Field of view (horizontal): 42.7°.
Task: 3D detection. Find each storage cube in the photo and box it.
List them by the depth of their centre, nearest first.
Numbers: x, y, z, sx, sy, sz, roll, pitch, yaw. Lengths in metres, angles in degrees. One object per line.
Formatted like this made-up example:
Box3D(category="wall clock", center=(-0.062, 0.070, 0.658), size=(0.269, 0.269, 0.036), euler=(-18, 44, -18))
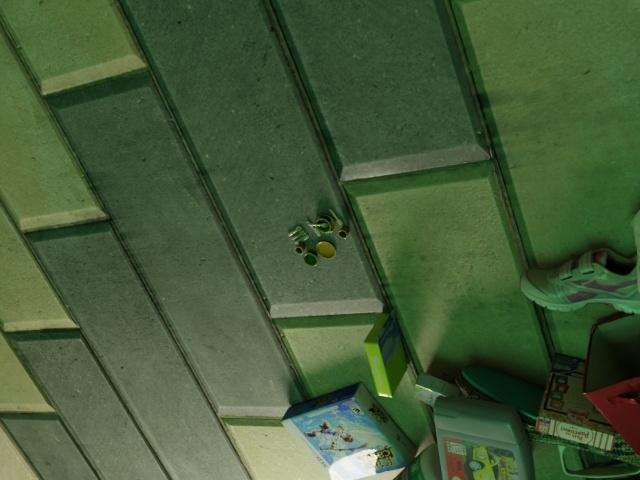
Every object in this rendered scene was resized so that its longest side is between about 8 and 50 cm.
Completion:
Box3D(category="storage cube", center=(0.627, 0.257, 1.526), size=(0.184, 0.215, 0.193), euler=(-29, 113, 39))

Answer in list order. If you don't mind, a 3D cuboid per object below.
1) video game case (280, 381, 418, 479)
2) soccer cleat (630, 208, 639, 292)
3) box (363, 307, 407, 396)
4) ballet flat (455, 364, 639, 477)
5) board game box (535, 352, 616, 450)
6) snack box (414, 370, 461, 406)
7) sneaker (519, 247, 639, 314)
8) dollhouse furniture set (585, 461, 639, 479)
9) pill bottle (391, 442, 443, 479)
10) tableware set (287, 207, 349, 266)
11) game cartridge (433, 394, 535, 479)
Box3D(category="video game case", center=(0.070, 0.501, 2.097), size=(0.270, 0.061, 0.244), euler=(-28, 109, 39))
Box3D(category="soccer cleat", center=(0.574, -0.003, 1.428), size=(0.076, 0.068, 0.196), euler=(16, 99, 32))
Box3D(category="box", center=(0.147, 0.250, 1.838), size=(0.043, 0.109, 0.178), euler=(2, 124, 29))
Box3D(category="ballet flat", center=(0.509, 0.403, 1.713), size=(0.483, 0.164, 0.181), euler=(11, 108, 18))
Box3D(category="board game box", center=(0.522, 0.316, 1.633), size=(0.147, 0.193, 0.045), euler=(12, 127, 21))
Box3D(category="snack box", center=(0.265, 0.347, 1.856), size=(0.100, 0.037, 0.141), euler=(21, 159, 15))
Box3D(category="sneaker", center=(0.501, 0.064, 1.530), size=(0.253, 0.103, 0.111), euler=(0, 122, 18))
Box3D(category="dollhouse furniture set", center=(0.606, 0.562, 1.786), size=(0.123, 0.151, 0.144), euler=(-32, 90, 49))
Box3D(category="pill bottle", center=(0.228, 0.676, 1.993), size=(0.204, 0.204, 0.361), euler=(37, 116, -1))
Box3D(category="tableware set", center=(0.000, 0.000, 1.790), size=(0.154, 0.024, 0.104), euler=(-29, 107, 39))
Box3D(category="game cartridge", center=(0.347, 0.468, 1.714), size=(0.196, 0.060, 0.294), euler=(2, 115, 30))
